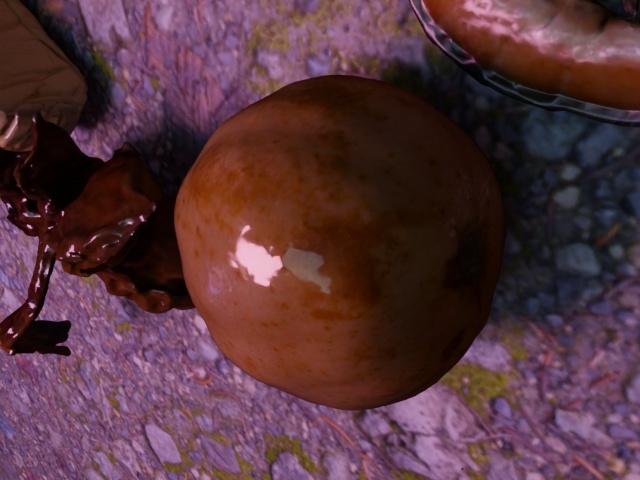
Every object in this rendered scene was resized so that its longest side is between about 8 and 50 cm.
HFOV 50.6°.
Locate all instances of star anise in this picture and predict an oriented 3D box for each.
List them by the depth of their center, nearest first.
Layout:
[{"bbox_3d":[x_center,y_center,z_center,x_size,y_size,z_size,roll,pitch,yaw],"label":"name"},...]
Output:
[{"bbox_3d":[-0.206,0.016,0.617,0.238,0.148,0.346,29,137,-19],"label":"star anise"}]

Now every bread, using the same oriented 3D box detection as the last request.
[{"bbox_3d":[-0.332,-0.169,0.631,0.236,0.140,0.106,47,131,8],"label":"bread"}]

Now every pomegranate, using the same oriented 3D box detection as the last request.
[{"bbox_3d":[0.010,0.003,0.413,0.207,0.207,0.207,19,125,30],"label":"pomegranate"}]

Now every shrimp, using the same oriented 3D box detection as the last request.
[{"bbox_3d":[0.153,-0.174,0.294,0.222,0.054,0.290,41,137,14],"label":"shrimp"}]
